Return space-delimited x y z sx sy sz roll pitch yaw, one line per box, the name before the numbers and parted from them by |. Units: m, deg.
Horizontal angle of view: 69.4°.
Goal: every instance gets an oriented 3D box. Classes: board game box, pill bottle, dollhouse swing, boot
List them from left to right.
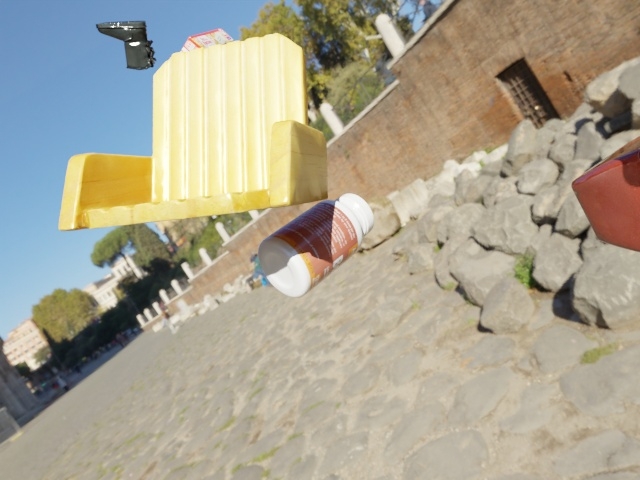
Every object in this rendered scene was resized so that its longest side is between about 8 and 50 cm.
boot | -0.431 -0.434 1.031 0.121 0.099 0.045 1 31 3
board game box | -0.288 -0.414 1.085 0.147 0.045 0.194 -45 14 27
dollhouse swing | -0.187 -0.192 0.728 0.346 0.305 0.315 -4 6 14
pill bottle | 0.000 0.000 0.854 0.216 0.121 0.121 -36 5 -35

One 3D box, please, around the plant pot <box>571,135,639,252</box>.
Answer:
plant pot | 0.796 -0.125 1.128 0.267 0.268 0.235 -31 5 -19
